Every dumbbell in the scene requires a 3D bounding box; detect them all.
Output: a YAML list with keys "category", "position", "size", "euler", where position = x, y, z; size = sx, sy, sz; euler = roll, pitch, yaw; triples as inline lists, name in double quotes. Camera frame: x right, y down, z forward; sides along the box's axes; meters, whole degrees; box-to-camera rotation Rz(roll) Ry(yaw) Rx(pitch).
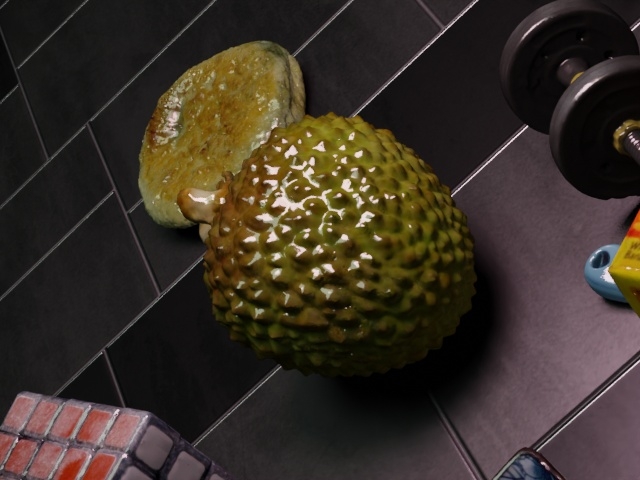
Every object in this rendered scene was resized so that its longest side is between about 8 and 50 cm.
- category: "dumbbell"
  position: [0.266, -0.138, 1.689]
  size: [0.143, 0.143, 0.325]
  euler: [-42, 31, 10]

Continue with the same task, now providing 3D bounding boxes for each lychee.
- category: "lychee"
  position: [0.009, 0.005, 1.746]
  size: [0.270, 0.270, 0.320]
  euler: [-41, 66, 11]

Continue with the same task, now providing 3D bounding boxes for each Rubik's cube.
- category: "Rubik's cube"
  position: [-0.207, 0.308, 1.711]
  size: [0.237, 0.237, 0.238]
  euler: [4, 61, 51]

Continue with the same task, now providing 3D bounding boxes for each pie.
- category: "pie"
  position: [-0.124, -0.129, 2.190]
  size: [0.277, 0.078, 0.277]
  euler: [-26, 46, 30]

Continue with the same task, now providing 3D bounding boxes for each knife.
- category: "knife"
  position: [0.332, 0.049, 1.552]
  size: [0.244, 0.032, 0.058]
  euler: [20, 65, 49]

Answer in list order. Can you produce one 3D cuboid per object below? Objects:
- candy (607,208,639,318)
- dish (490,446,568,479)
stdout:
- category: "candy"
  position: [0.379, -0.050, 1.518]
  size: [0.146, 0.088, 0.276]
  euler: [13, 63, 46]
- category: "dish"
  position: [0.187, 0.304, 1.413]
  size: [0.182, 0.080, 0.243]
  euler: [-48, 36, 2]
